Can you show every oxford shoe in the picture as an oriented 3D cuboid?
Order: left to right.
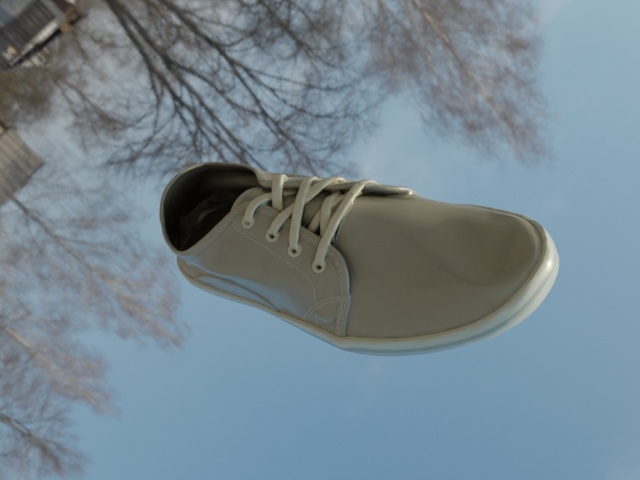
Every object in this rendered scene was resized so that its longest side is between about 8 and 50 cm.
[{"bbox_3d":[0.000,0.000,0.757,0.449,0.130,0.169,9,-127,39],"label":"oxford shoe"}]
